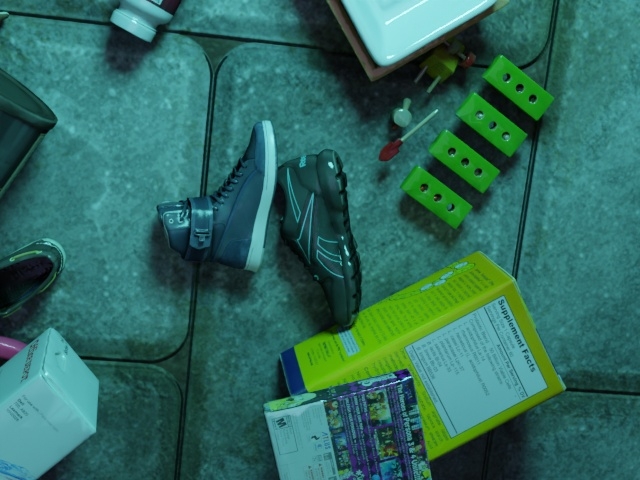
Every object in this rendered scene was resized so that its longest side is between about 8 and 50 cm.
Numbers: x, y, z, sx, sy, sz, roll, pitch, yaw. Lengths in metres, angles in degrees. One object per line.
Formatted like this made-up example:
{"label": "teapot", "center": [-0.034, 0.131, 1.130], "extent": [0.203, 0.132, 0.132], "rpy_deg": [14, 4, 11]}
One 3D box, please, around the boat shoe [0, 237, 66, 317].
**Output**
{"label": "boat shoe", "center": [-0.476, 0.075, 1.483], "extent": [0.227, 0.069, 0.081], "rpy_deg": [-34, 104, 0]}

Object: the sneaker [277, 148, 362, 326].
{"label": "sneaker", "center": [0.000, 0.000, 1.530], "extent": [0.106, 0.101, 0.267], "rpy_deg": [-9, 97, 9]}

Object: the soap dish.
{"label": "soap dish", "center": [0.096, -0.404, 1.428], "extent": [0.229, 0.118, 0.291], "rpy_deg": [-30, 107, 0]}

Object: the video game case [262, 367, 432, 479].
{"label": "video game case", "center": [0.044, 0.310, 1.416], "extent": [0.210, 0.042, 0.232], "rpy_deg": [-13, 105, -5]}

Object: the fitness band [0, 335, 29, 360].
{"label": "fitness band", "center": [-0.515, 0.278, 1.534], "extent": [0.209, 0.054, 0.291], "rpy_deg": [22, 99, -14]}

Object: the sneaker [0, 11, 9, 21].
{"label": "sneaker", "center": [-0.475, -0.386, 1.398], "extent": [0.071, 0.066, 0.189], "rpy_deg": [-11, 109, -22]}

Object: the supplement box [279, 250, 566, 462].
{"label": "supplement box", "center": [0.144, 0.195, 1.527], "extent": [0.356, 0.195, 0.194], "rpy_deg": [-27, 104, 0]}

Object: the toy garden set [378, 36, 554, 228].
{"label": "toy garden set", "center": [0.194, -0.176, 1.532], "extent": [0.203, 0.049, 0.244], "rpy_deg": [35, 96, -15]}

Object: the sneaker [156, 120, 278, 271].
{"label": "sneaker", "center": [-0.151, -0.071, 1.486], "extent": [0.163, 0.086, 0.226], "rpy_deg": [8, 102, -12]}

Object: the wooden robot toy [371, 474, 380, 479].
{"label": "wooden robot toy", "center": [0.123, 0.378, 1.382], "extent": [0.173, 0.079, 0.076], "rpy_deg": [16, 100, -13]}

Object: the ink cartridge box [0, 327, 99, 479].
{"label": "ink cartridge box", "center": [-0.447, 0.272, 1.412], "extent": [0.278, 0.201, 0.117], "rpy_deg": [-39, 107, 0]}

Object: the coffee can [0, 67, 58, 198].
{"label": "coffee can", "center": [-0.514, -0.109, 1.372], "extent": [0.201, 0.201, 0.275], "rpy_deg": [35, 96, -13]}

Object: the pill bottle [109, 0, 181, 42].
{"label": "pill bottle", "center": [-0.228, -0.356, 1.416], "extent": [0.086, 0.086, 0.152], "rpy_deg": [28, 98, -12]}
